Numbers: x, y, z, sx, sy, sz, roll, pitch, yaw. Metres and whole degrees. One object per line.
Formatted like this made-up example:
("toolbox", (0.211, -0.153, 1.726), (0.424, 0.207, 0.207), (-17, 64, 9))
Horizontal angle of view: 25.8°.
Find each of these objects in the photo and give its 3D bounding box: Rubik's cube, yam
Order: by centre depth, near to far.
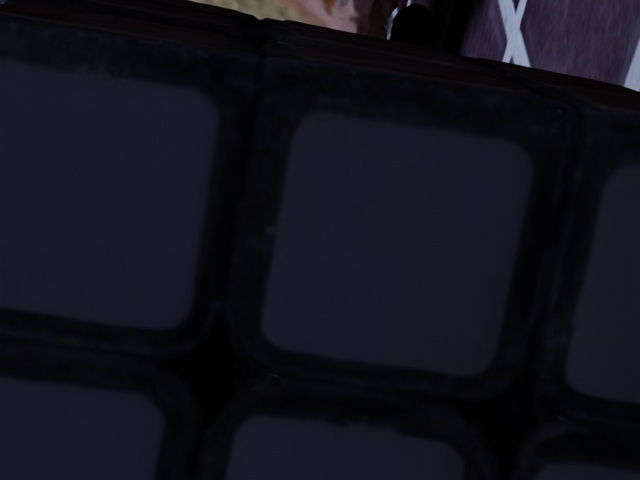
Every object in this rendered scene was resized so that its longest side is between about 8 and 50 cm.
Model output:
("Rubik's cube", (-0.001, 0.067, 0.582), (0.305, 0.303, 0.301), (-99, 19, -80))
("yam", (0.091, -0.152, 1.368), (0.241, 0.056, 0.057), (-83, 5, -49))

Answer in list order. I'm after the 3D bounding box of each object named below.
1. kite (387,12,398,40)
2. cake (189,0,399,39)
("kite", (0.076, -0.197, 1.841), (0.198, 0.006, 0.244), (-88, 9, -52))
("cake", (-0.052, -0.278, 1.308), (0.307, 0.293, 0.314), (-60, 4, 39))
